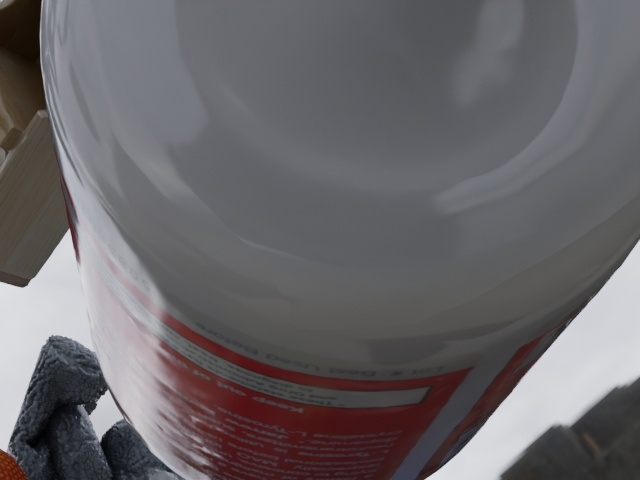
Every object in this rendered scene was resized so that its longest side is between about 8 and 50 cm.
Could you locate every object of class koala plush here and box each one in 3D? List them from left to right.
[{"bbox_3d":[-0.214,0.235,1.334,0.196,0.221,0.203,135,152,-69],"label":"koala plush"}]

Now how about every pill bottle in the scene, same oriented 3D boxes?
[{"bbox_3d":[0.000,0.000,0.606,0.229,0.229,0.408,-30,-16,-17],"label":"pill bottle"}]

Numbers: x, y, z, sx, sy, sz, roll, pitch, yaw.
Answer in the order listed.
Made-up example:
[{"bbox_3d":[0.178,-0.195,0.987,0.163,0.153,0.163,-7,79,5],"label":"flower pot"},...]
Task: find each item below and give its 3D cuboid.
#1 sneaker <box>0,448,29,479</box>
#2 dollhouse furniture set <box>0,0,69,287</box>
[{"bbox_3d":[-0.094,0.126,0.320,0.064,0.175,0.067,32,-49,-30],"label":"sneaker"},{"bbox_3d":[-0.297,-0.158,0.782,0.394,0.362,0.256,22,-68,-44],"label":"dollhouse furniture set"}]
